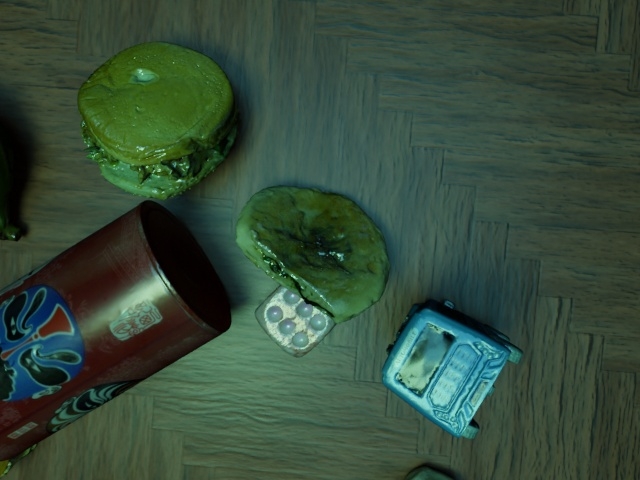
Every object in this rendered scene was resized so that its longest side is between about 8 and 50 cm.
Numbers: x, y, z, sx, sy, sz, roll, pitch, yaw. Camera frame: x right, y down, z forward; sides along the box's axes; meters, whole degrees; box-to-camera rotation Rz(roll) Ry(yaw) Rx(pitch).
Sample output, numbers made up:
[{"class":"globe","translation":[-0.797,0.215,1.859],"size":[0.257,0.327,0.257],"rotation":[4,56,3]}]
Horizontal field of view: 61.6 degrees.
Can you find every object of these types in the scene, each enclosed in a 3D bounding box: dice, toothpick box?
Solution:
[{"class":"dice","translation":[-0.029,0.099,0.747],"size":[0.093,0.091,0.094],"rotation":[44,94,1]},{"class":"toothpick box","translation":[-0.312,0.116,0.707],"size":[0.334,0.204,0.204],"rotation":[-32,90,3]}]

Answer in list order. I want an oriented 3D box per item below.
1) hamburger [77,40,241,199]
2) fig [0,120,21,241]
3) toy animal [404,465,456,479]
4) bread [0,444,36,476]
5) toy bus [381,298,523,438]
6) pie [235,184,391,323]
[{"class":"hamburger","translation":[-0.204,-0.163,0.719],"size":[0.190,0.122,0.215],"rotation":[19,62,10]},{"class":"fig","translation":[-0.505,-0.089,0.723],"size":[0.196,0.195,0.244],"rotation":[-16,114,3]},{"class":"toy animal","translation":[0.150,0.538,0.705],"size":[0.303,0.194,0.344],"rotation":[38,99,6]},{"class":"bread","translation":[-0.502,0.256,0.771],"size":[0.132,0.114,0.190],"rotation":[-20,96,1]},{"class":"toy bus","translation":[0.156,0.142,0.667],"size":[0.134,0.246,0.113],"rotation":[30,94,13]},{"class":"pie","translation":[-0.001,0.002,0.720],"size":[0.218,0.185,0.052],"rotation":[35,136,11]}]
